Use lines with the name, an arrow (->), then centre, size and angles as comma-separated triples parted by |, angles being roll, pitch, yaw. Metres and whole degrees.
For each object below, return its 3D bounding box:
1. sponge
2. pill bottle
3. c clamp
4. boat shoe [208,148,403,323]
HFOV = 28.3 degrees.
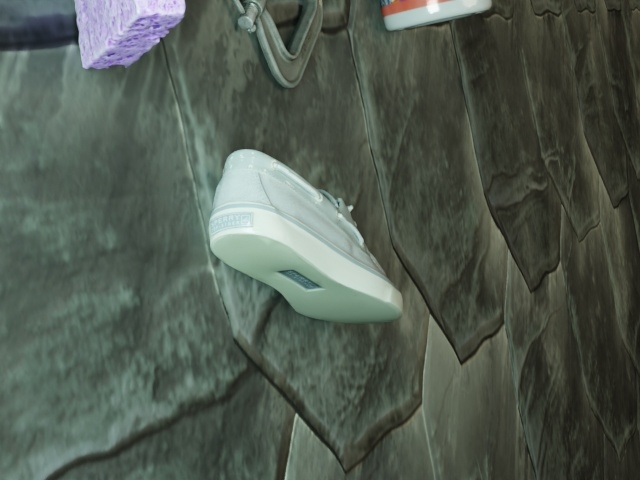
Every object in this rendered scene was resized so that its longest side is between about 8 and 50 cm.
sponge -> -0.117, -0.208, 0.690 | 0.031, 0.117, 0.210 | -8, 88, -24
pill bottle -> 0.096, -0.307, 1.227 | 0.108, 0.108, 0.194 | -27, 106, -66
c clamp -> -0.032, -0.194, 0.993 | 0.161, 0.022, 0.137 | -68, 142, -51
boat shoe -> -0.001, 0.000, 0.915 | 0.227, 0.079, 0.081 | 36, 53, -55
